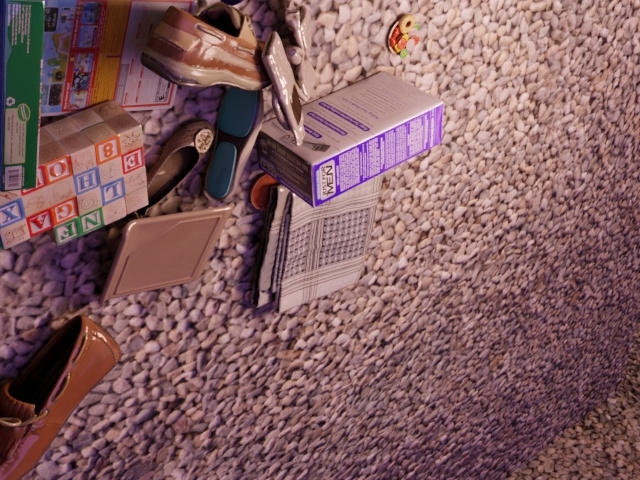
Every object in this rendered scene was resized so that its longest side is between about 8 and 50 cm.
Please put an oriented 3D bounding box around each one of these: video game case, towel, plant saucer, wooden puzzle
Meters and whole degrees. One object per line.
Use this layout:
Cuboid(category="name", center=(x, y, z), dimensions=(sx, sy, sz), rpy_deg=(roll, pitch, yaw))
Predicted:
Cuboid(category="video game case", center=(-0.340, -0.290, 1.265), dimensions=(0.285, 0.025, 0.204), rpy_deg=(-12, 136, -39))
Cuboid(category="towel", center=(0.000, 0.000, 1.792), dimensions=(0.324, 0.056, 0.312), rpy_deg=(-13, 128, -39))
Cuboid(category="plant saucer", center=(-0.110, -0.102, 1.657), dimensions=(0.083, 0.013, 0.083), rpy_deg=(-25, 133, -30))
Cuboid(category="wooden puzzle", center=(-0.290, 0.017, 1.506), dimensions=(0.238, 0.044, 0.221), rpy_deg=(-16, 150, -40))

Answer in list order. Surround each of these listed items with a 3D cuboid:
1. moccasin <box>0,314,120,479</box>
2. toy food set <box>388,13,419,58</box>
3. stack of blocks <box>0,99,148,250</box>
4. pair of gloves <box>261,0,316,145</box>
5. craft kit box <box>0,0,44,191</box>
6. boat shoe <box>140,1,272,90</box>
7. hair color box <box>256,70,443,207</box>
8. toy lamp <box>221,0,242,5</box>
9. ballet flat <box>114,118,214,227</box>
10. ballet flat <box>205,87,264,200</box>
Cuboid(category="moccasin", center=(-0.523, 0.297, 1.443), dimensions=(0.380, 0.139, 0.147), rpy_deg=(-47, 139, -9))
Cuboid(category="toy food set", center=(0.176, -0.426, 1.698), dimensions=(0.083, 0.020, 0.082), rpy_deg=(-52, 140, -2))
Cuboid(category="stack of blocks", center=(-0.424, -0.083, 1.275), dimensions=(0.297, 0.087, 0.171), rpy_deg=(-29, 145, -32))
Cuboid(category="pair of gloves", center=(-0.043, -0.311, 1.455), dimensions=(0.240, 0.042, 0.204), rpy_deg=(-75, 160, -46))
Cuboid(category="craft kit box", center=(-0.441, -0.226, 1.071), dimensions=(0.061, 0.246, 0.250), rpy_deg=(-13, 126, -42))
Cuboid(category="boat shoe", center=(-0.154, -0.319, 1.318), dimensions=(0.324, 0.122, 0.120), rpy_deg=(-25, 141, -63))
Cuboid(category="hair color box", center=(0.061, -0.209, 1.613), dimensions=(0.338, 0.185, 0.110), rpy_deg=(-27, 135, -28))
Cuboid(category="toy lamp", center=(-0.066, -0.448, 1.368), dimensions=(0.274, 0.080, 0.080), rpy_deg=(-32, 138, -47))
Cuboid(category="ballet flat", center=(-0.275, -0.116, 1.452), dimensions=(0.250, 0.058, 0.084), rpy_deg=(-45, 140, -10))
Cuboid(category="ballet flat", center=(-0.154, -0.193, 1.513), dimensions=(0.086, 0.086, 0.248), rpy_deg=(2, 117, -45))
